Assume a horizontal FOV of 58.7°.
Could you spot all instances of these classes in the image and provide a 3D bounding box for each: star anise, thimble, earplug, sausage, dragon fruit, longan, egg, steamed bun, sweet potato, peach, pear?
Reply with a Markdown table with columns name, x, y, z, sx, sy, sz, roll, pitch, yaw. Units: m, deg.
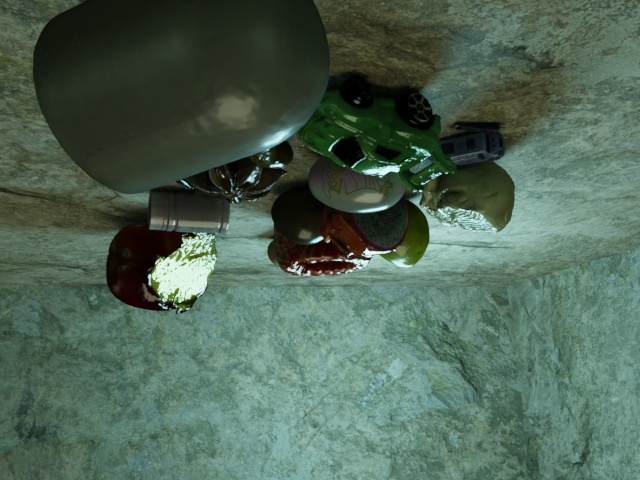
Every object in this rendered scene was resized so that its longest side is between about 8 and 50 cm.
| name | x | y | z | sx | sy | sz | roll | pitch | yaw |
| --- | --- | --- | --- | --- | --- | --- | --- | --- | --- |
| star anise | -0.263 | -0.174 | 1.622 | 0.314 | 0.109 | 0.315 | -1 | 168 | 0 |
| thimble | 0.000 | 0.000 | 2.109 | 0.349 | 0.231 | 0.350 | -4 | 164 | -1 |
| earplug | -0.186 | -0.270 | 0.887 | 0.393 | 0.313 | 0.312 | -13 | 163 | 24 |
| sausage | -0.110 | 0.025 | 2.394 | 0.123 | 0.123 | 0.252 | 7 | 162 | -35 |
| dragon fruit | 0.125 | -0.070 | 1.765 | 0.290 | 0.291 | 0.189 | 7 | 163 | -35 |
| longan | -0.054 | -0.082 | 1.859 | 0.212 | 0.198 | 0.198 | 25 | 160 | -7 |
| egg | 0.100 | -0.171 | 1.543 | 0.270 | 0.197 | 0.196 | 7 | 166 | 6 |
| steamed bun | 0.440 | -0.153 | 1.674 | 0.275 | 0.204 | 0.289 | 19 | 173 | 22 |
| sweet potato | -0.132 | -0.243 | 1.402 | 0.124 | 0.098 | 0.310 | -24 | 165 | -6 |
| peach | -0.574 | 0.081 | 2.127 | 0.416 | 0.340 | 0.353 | 5 | -159 | -31 |
| pear | 0.282 | -0.031 | 2.028 | 0.212 | 0.269 | 0.212 | -20 | -160 | 8 |

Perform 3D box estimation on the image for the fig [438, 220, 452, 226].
| name | x | y | z | sx | sy | sz | roll | pitch | yaw |
| --- | --- | --- | --- | --- | --- | --- | --- | --- | --- |
| fig | 0.427 | -0.142 | 1.950 | 0.124 | 0.124 | 0.236 | -11 | 140 | 29 |

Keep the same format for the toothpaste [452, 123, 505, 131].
| name | x | y | z | sx | sy | sz | roll | pitch | yaw |
| --- | --- | --- | --- | --- | --- | --- | --- | --- | --- |
| toothpaste | 0.411 | -0.292 | 1.474 | 0.139 | 0.021 | 0.037 | 1 | 176 | -6 |

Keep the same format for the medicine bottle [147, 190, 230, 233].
| name | x | y | z | sx | sy | sz | roll | pitch | yaw |
| --- | --- | --- | --- | --- | --- | --- | --- | --- | --- |
| medicine bottle | -0.427 | -0.091 | 1.850 | 0.249 | 0.134 | 0.133 | 2 | 165 | -23 |

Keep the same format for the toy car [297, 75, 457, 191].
| name | x | y | z | sx | sy | sz | roll | pitch | yaw |
| --- | --- | --- | --- | --- | --- | --- | --- | --- | --- |
| toy car | 0.128 | -0.236 | 1.321 | 0.358 | 0.177 | 0.213 | 6 | 162 | -30 |

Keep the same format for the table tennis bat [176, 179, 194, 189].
| name | x | y | z | sx | sy | sz | roll | pitch | yaw |
| --- | --- | --- | --- | --- | --- | --- | --- | --- | --- |
| table tennis bat | -0.439 | -0.198 | 1.654 | 0.150 | 0.027 | 0.236 | -8 | 162 | 17 |

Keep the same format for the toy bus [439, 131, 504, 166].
| name | x | y | z | sx | sy | sz | roll | pitch | yaw |
| --- | --- | --- | --- | --- | --- | --- | --- | --- | --- |
| toy bus | 0.404 | -0.247 | 1.531 | 0.167 | 0.073 | 0.076 | -9 | 165 | 28 |
